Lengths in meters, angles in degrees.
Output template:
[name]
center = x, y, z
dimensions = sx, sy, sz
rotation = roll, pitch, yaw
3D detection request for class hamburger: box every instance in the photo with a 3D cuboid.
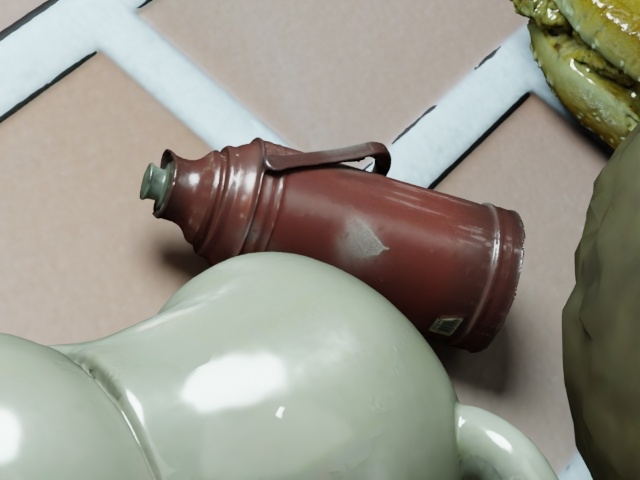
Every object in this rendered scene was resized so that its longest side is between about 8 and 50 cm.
[hamburger]
center = 0.237, -0.144, 1.390
dimensions = 0.215, 0.122, 0.189
rotation = 33, 42, 5

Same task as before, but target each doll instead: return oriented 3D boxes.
[doll]
center = -0.085, 0.131, 0.962
dimensions = 0.370, 0.226, 0.215
rotation = -9, 103, -28

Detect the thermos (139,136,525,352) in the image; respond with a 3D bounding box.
[thermos]
center = 0.001, -0.001, 1.187
dimensions = 0.232, 0.099, 0.124
rotation = 15, 52, -16

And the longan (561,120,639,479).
[longan]
center = 0.359, 0.053, 1.104
dimensions = 0.404, 0.436, 0.404
rotation = 37, 41, -40
